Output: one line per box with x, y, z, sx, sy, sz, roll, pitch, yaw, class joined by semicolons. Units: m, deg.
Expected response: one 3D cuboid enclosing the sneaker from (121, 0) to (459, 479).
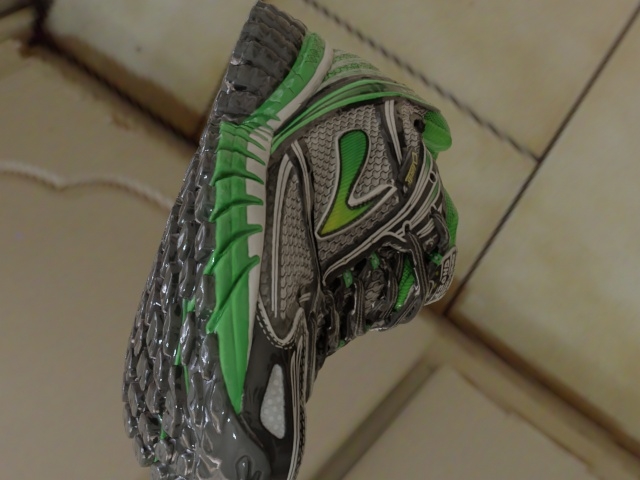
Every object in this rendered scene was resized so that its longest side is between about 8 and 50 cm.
0.000;0.000;0.849;0.146;0.343;0.134;20;126;-4;sneaker
